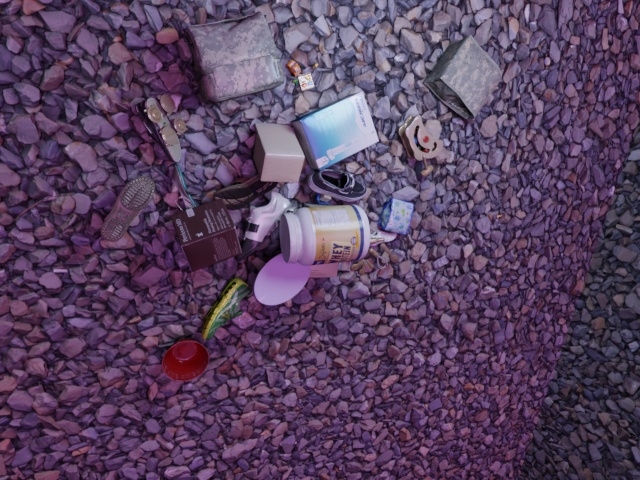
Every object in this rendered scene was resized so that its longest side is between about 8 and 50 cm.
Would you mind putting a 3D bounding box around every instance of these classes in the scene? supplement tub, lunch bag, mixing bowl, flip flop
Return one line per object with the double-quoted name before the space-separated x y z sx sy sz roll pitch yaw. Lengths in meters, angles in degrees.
"supplement tub" 0.012 -0.020 1.580 0.316 0.228 0.228 -5 106 -17
"lunch bag" 0.652 -0.717 1.808 0.287 0.169 0.235 34 90 -22
"lunch bag" -0.299 -0.640 1.415 0.305 0.212 0.256 -21 112 -17
"mixing bowl" -0.562 0.477 1.677 0.181 0.098 0.181 -6 107 -20
"flip flop" -0.298 -0.212 1.606 0.277 0.080 0.112 -31 140 -16
"lunch bag" 0.358 -0.118 1.891 0.128 0.096 0.151 11 110 -24

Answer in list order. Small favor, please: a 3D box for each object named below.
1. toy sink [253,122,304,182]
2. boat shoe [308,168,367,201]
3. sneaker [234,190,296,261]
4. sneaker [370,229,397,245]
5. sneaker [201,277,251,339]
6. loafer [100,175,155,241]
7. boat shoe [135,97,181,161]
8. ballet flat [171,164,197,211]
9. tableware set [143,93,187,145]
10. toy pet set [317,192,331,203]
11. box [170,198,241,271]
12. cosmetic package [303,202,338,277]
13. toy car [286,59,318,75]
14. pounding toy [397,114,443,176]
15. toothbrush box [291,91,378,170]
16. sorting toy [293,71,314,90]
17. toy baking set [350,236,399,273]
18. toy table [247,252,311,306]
"toy sink" -0.175 -0.342 1.578 0.152 0.234 0.131 -2 134 -23
"boat shoe" 0.096 -0.242 1.714 0.301 0.102 0.108 10 68 -34
"sneaker" -0.260 -0.063 1.657 0.146 0.122 0.330 42 87 -8
"sneaker" 0.295 -0.022 1.916 0.152 0.053 0.061 -17 107 -17
"sneaker" -0.394 0.303 1.692 0.123 0.109 0.295 36 89 -22
"loafer" -0.706 -0.120 1.463 0.102 0.092 0.268 40 71 -30
"boat shoe" -0.581 -0.391 1.457 0.079 0.084 0.233 -10 121 20
"ballet flat" -0.527 -0.178 1.528 0.068 0.072 0.213 -23 112 -10
"tableware set" -0.540 -0.425 1.425 0.169 0.020 0.141 64 35 -30
"toy pet set" 0.022 -0.218 1.760 0.122 0.065 0.114 16 65 -31
"box" -0.428 -0.021 1.525 0.203 0.168 0.167 -21 146 -17
"cosmetic package" 0.000 0.000 1.769 0.160 0.113 0.309 0 105 -21
"toy car" -0.068 -0.695 1.589 0.122 0.040 0.060 -29 109 -14
"pounding toy" 0.478 -0.437 1.819 0.154 0.155 0.269 -33 114 -6
"toothbrush box" 0.062 -0.450 1.662 0.295 0.126 0.216 -29 112 -12
"sorting toy" -0.069 -0.634 1.621 0.083 0.012 0.062 -23 112 -16
"toy baking set" 0.242 0.066 1.903 0.256 0.030 0.197 -12 126 -2
"toy table" -0.178 0.164 1.678 0.274 0.161 0.252 -28 91 -28
